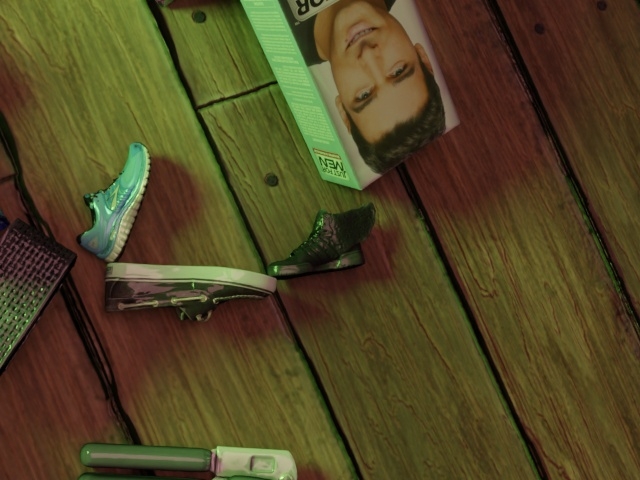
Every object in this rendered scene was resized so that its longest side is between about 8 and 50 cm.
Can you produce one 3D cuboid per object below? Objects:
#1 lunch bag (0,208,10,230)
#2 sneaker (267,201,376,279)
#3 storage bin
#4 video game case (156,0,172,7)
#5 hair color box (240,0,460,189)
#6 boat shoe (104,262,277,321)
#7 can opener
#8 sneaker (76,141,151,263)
[{"bbox_3d":[-0.466,-0.085,1.082,0.221,0.293,0.138,47,71,-4],"label":"lunch bag"},{"bbox_3d":[0.001,0.000,1.341,0.170,0.051,0.089,-8,82,-23],"label":"sneaker"},{"bbox_3d":[-0.375,0.076,1.171,0.084,0.122,0.180,32,73,-9],"label":"storage bin"},{"bbox_3d":[-0.133,-0.426,1.278,0.042,0.232,0.210,46,70,2],"label":"video game case"},{"bbox_3d":[0.026,-0.275,1.289,0.185,0.114,0.374,-35,117,-19],"label":"hair color box"},{"bbox_3d":[-0.166,0.070,1.266,0.220,0.078,0.070,3,82,-11],"label":"boat shoe"},{"bbox_3d":[-0.157,0.290,1.222,0.281,0.093,0.074,7,79,-11],"label":"can opener"},{"bbox_3d":[-0.265,-0.056,1.262,0.073,0.063,0.162,20,75,-9],"label":"sneaker"}]
